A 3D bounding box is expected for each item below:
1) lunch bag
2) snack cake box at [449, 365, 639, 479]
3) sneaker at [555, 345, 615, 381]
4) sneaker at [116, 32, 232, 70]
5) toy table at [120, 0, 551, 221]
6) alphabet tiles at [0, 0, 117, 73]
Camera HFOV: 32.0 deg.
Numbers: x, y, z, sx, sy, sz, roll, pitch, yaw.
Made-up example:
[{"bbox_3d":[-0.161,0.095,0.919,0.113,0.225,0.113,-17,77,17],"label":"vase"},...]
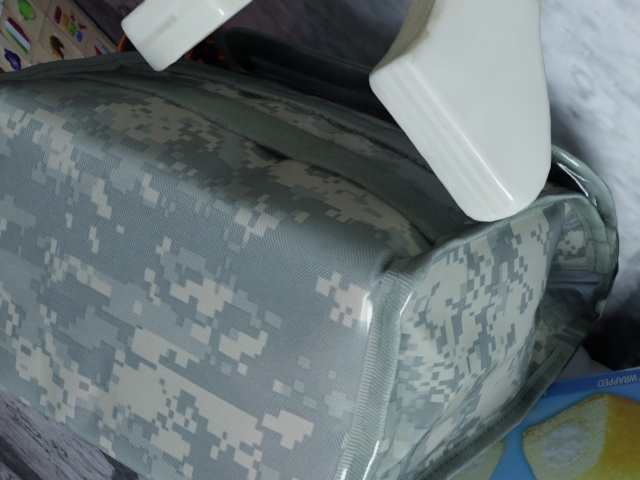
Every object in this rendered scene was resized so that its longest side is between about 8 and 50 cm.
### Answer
[{"bbox_3d":[0.000,0.000,0.552,0.235,0.287,0.169,25,115,25],"label":"lunch bag"},{"bbox_3d":[0.125,0.154,0.570,0.264,0.152,0.089,-14,121,24],"label":"snack cake box"},{"bbox_3d":[0.091,0.105,0.730,0.092,0.087,0.228,44,141,0],"label":"sneaker"},{"bbox_3d":[-0.066,-0.051,0.756,0.221,0.083,0.087,61,161,-15],"label":"sneaker"},{"bbox_3d":[0.032,-0.149,0.413,0.252,0.161,0.274,46,150,-1],"label":"toy table"},{"bbox_3d":[-0.172,-0.094,0.893,0.237,0.009,0.198,46,150,-1],"label":"alphabet tiles"}]
